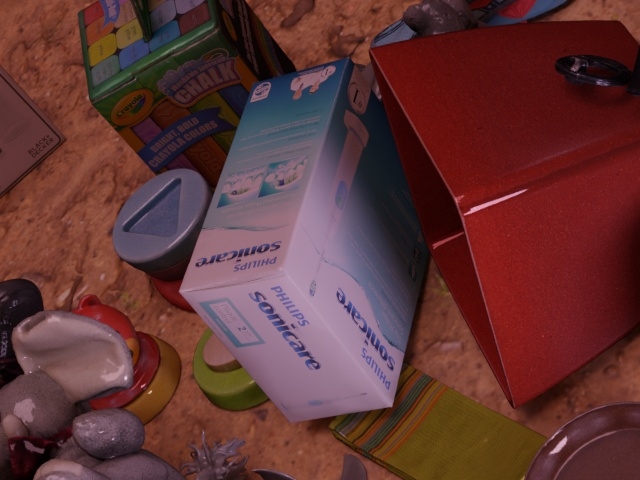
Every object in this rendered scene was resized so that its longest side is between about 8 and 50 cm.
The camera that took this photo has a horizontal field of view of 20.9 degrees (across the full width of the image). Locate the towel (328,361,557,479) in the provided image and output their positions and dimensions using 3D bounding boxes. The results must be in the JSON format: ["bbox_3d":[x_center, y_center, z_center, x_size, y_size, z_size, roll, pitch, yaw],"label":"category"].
[{"bbox_3d":[0.112,0.187,1.653,0.237,0.021,0.102,25,72,47],"label":"towel"}]

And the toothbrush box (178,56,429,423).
[{"bbox_3d":[0.000,0.000,1.745,0.126,0.216,0.295,-13,43,29],"label":"toothbrush box"}]

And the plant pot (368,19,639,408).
[{"bbox_3d":[0.219,-0.053,1.624,0.236,0.267,0.267,-21,41,-2],"label":"plant pot"}]

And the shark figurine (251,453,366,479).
[{"bbox_3d":[-0.055,0.266,1.642,0.278,0.116,0.166,-23,41,17],"label":"shark figurine"}]

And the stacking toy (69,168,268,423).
[{"bbox_3d":[-0.145,0.046,1.898,0.279,0.130,0.309,-4,52,36],"label":"stacking toy"}]

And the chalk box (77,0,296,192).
[{"bbox_3d":[-0.162,-0.205,2.016,0.179,0.289,0.180,-28,41,14],"label":"chalk box"}]

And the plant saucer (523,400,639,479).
[{"bbox_3d":[0.255,0.218,1.507,0.168,0.029,0.168,-22,42,21],"label":"plant saucer"}]

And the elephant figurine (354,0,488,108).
[{"bbox_3d":[0.083,-0.147,1.899,0.239,0.169,0.186,-30,2,22],"label":"elephant figurine"}]

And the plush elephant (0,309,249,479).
[{"bbox_3d":[-0.258,0.226,1.679,0.255,0.272,0.330,27,34,22],"label":"plush elephant"}]

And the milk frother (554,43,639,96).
[{"bbox_3d":[0.285,-0.189,1.490,0.143,0.129,0.134,13,94,3],"label":"milk frother"}]

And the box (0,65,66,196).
[{"bbox_3d":[-0.487,-0.186,2.252,0.169,0.290,0.087,-43,40,-1],"label":"box"}]

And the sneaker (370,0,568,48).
[{"bbox_3d":[0.158,-0.288,1.970,0.262,0.125,0.104,-29,40,13],"label":"sneaker"}]

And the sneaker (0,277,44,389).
[{"bbox_3d":[-0.323,0.193,1.880,0.162,0.106,0.281,34,115,37],"label":"sneaker"}]
